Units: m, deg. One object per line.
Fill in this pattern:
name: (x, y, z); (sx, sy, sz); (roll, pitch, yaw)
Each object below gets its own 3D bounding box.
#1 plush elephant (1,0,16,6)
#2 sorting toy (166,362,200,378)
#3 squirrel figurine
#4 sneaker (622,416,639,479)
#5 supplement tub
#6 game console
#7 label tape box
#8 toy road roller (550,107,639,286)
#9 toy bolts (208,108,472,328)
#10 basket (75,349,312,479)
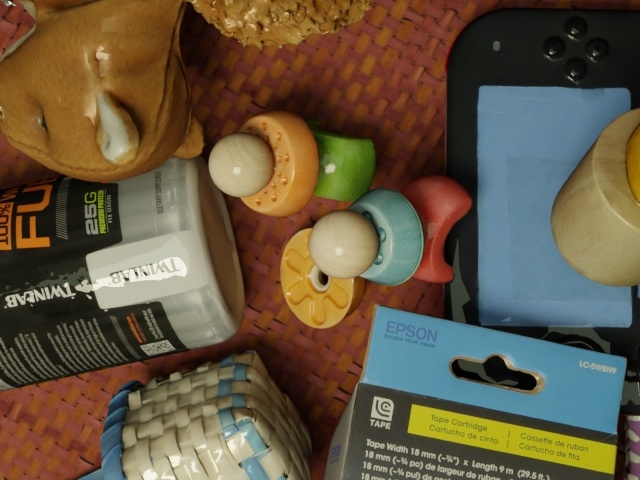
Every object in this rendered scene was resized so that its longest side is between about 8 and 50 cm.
plush elephant: (-0.458, -0.237, 1.114); (0.330, 0.272, 0.255); (33, 73, -24)
sorting toy: (-0.110, 0.157, 1.261); (0.102, 0.042, 0.061); (41, 114, -14)
squirrel figurine: (-0.139, -0.242, 1.006); (0.397, 0.281, 0.370); (-8, 90, 9)
sneaker: (0.318, 0.163, 1.202); (0.161, 0.102, 0.282); (26, 88, 4)
supplement tub: (-0.246, 0.035, 1.172); (0.316, 0.193, 0.193); (-13, 97, 5)
game console: (0.287, -0.029, 1.147); (0.342, 0.060, 0.386); (1, 83, 5)
label tape box: (0.123, 0.249, 1.074); (0.241, 0.106, 0.333); (13, 74, -5)
toy road roller: (0.368, -0.093, 1.043); (0.330, 0.202, 0.240); (0, 70, -6)
toy bolts: (0.000, 0.000, 1.120); (0.229, 0.158, 0.218); (21, 110, 41)
basket: (-0.152, 0.248, 1.146); (0.289, 0.255, 0.201); (-23, 107, 7)
